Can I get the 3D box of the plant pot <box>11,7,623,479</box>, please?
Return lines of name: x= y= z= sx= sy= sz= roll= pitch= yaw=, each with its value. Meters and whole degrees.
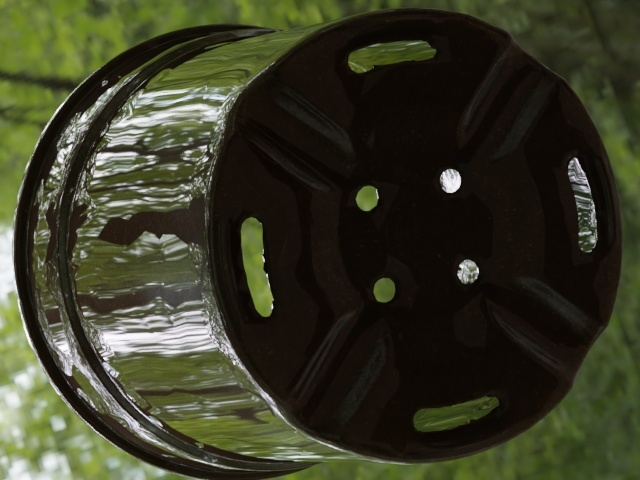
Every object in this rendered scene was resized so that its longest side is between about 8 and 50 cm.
plant pot: x=0.000 y=0.000 z=0.497 sx=0.167 sy=0.167 sz=0.165 roll=68 pitch=159 yaw=-5
